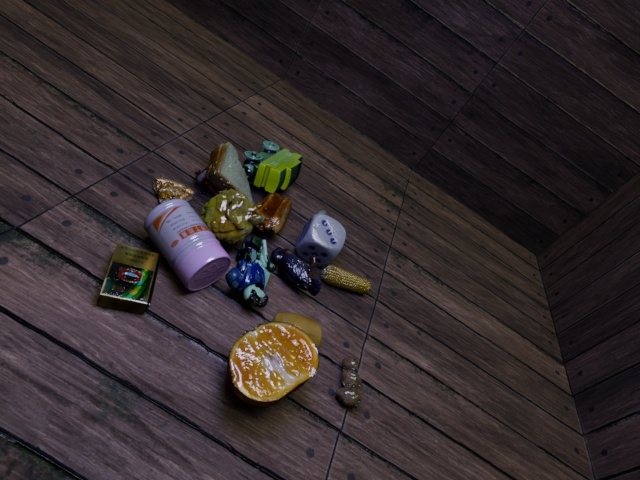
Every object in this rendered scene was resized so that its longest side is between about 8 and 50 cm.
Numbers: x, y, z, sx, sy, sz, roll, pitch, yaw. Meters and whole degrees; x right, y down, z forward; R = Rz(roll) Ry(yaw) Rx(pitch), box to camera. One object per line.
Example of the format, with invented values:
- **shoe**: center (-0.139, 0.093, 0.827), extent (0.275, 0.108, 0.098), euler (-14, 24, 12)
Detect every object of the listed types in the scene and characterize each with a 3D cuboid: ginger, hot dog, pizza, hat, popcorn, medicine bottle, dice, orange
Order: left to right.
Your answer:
- **pizza**: center (-0.673, -0.215, 1.811), extent (0.182, 0.062, 0.161), euler (31, 42, -10)
- **medicine bottle**: center (-0.512, 0.014, 1.567), extent (0.316, 0.202, 0.202), euler (48, 38, 16)
- **hat**: center (-0.510, -0.262, 1.980), extent (0.227, 0.129, 0.140), euler (55, 9, -3)
- **popcorn**: center (-0.369, -0.104, 1.711), extent (0.266, 0.192, 0.233), euler (-10, 77, -13)
- **hot dog**: center (-0.239, -0.129, 2.007), extent (0.158, 0.117, 0.349), euler (22, 27, -4)
- **orange**: center (-0.159, 0.413, 1.378), extent (0.310, 0.274, 0.274), euler (-42, 78, -18)
- **dice**: center (0.000, 0.000, 1.976), extent (0.191, 0.194, 0.193), euler (30, 54, -10)
- **ginger**: center (0.116, 0.548, 1.589), extent (0.104, 0.080, 0.204), euler (23, 40, -9)

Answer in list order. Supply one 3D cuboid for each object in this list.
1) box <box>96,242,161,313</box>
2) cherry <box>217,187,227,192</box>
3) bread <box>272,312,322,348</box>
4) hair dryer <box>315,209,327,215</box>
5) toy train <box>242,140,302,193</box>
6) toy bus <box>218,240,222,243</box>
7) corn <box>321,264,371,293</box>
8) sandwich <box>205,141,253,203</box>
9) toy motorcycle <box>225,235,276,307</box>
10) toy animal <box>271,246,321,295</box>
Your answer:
- **box**: center (-0.666, 0.131, 1.424), extent (0.159, 0.071, 0.240), euler (19, 40, -26)
- **cherry**: center (-0.421, -0.119, 1.847), extent (0.107, 0.090, 0.226), euler (-27, 93, -7)
- **bread**: center (-0.089, 0.359, 1.620), extent (0.217, 0.098, 0.147), euler (17, 44, -23)
- **hair dryer**: center (0.028, -0.038, 2.191), extent (0.225, 0.088, 0.219), euler (48, 42, -9)
- **toy train**: center (-0.258, -0.396, 2.196), extent (0.272, 0.179, 0.442), euler (25, 29, 5)
- **toy bus**: center (-0.471, -0.042, 1.803), extent (0.052, 0.037, 0.131), euler (-4, 53, -35)
- **corn**: center (0.125, 0.194, 1.978), extent (0.260, 0.091, 0.091), euler (23, -2, -18)
- **sandwich**: center (-0.422, -0.309, 1.961), extent (0.288, 0.099, 0.254), euler (53, 26, -40)
- **toy motorcycle**: center (-0.289, 0.123, 1.666), extent (0.196, 0.125, 0.331), euler (35, 30, -29)
- **toy animal**: center (-0.104, 0.130, 1.841), extent (0.185, 0.122, 0.298), euler (7, 38, -40)
